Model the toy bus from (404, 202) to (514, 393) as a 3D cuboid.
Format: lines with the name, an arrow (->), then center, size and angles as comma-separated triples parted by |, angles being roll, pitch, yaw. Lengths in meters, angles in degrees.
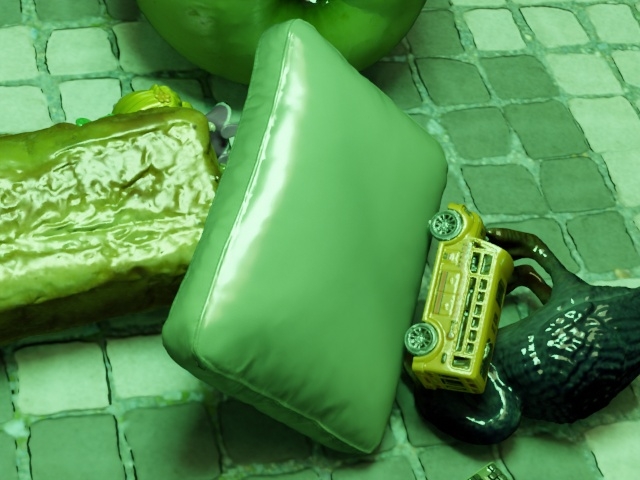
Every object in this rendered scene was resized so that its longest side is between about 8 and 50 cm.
toy bus -> 0.127, 0.050, 1.167 | 0.074, 0.069, 0.162 | 8, 71, 21

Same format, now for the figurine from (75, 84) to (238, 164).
figurine -> -0.172, -0.112, 1.317 | 0.156, 0.094, 0.115 | -8, 21, -31

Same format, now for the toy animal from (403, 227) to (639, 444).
toy animal -> 0.221, 0.082, 1.226 | 0.298, 0.122, 0.185 | -12, 50, -8

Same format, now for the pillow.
pillow -> 0.000, 0.000, 1.141 | 0.120, 0.255, 0.322 | -3, 63, 41

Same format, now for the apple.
apple -> -0.049, -0.339, 1.375 | 0.357, 0.357, 0.357 | 7, 50, -8

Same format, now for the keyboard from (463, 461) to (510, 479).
keyboard -> 0.177, 0.250, 1.143 | 0.049, 0.015, 0.129 | -27, 61, -31

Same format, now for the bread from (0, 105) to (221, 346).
bread -> -0.243, -0.012, 1.166 | 0.344, 0.149, 0.195 | -10, 75, -18

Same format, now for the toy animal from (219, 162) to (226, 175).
toy animal -> -0.017, -0.004, 1.274 | 0.181, 0.073, 0.136 | 8, 66, -13
